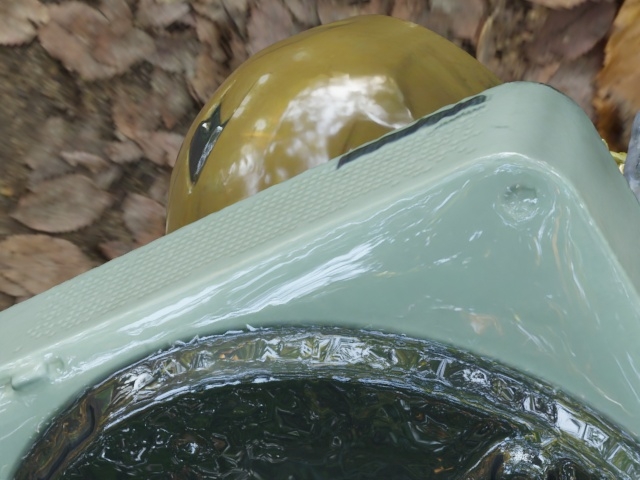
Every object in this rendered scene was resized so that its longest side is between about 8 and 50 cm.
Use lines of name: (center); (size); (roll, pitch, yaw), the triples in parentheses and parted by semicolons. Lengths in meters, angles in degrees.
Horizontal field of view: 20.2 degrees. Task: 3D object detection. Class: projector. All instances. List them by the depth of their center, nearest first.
projector: (0.017, 0.113, 0.548); (0.257, 0.079, 0.259); (-23, 113, 26)

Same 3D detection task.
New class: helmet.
helmet: (0.000, 0.000, 0.878); (0.198, 0.130, 0.224); (26, 108, 33)

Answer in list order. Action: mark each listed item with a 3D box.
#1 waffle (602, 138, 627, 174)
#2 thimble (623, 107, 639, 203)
waffle: (0.161, -0.035, 1.462); (0.160, 0.046, 0.192); (33, 133, -10)
thimble: (0.319, -0.042, 1.134); (0.172, 0.205, 0.236); (-1, 130, -32)
